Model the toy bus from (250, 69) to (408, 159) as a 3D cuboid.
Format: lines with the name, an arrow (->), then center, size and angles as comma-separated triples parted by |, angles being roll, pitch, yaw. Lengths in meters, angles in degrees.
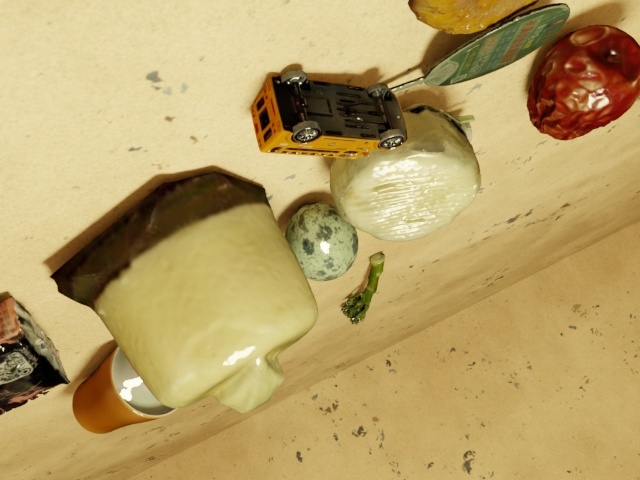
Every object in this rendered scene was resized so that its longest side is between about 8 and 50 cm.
toy bus -> 0.015, -0.150, 0.799 | 0.195, 0.083, 0.088 | -1, 159, -34

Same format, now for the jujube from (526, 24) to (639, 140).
jujube -> 0.417, -0.243, 1.012 | 0.155, 0.155, 0.230 | -26, 167, -1

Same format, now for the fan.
fan -> 0.207, -0.246, 0.882 | 0.294, 0.012, 0.223 | -22, 177, 33

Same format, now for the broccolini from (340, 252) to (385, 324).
broccolini -> 0.112, 0.130, 1.732 | 0.074, 0.078, 0.392 | -11, 150, -11

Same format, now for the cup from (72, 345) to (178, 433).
cup -> -0.408, 0.308, 1.375 | 0.264, 0.182, 0.226 | -32, -168, 36

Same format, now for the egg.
egg -> 0.000, 0.000, 1.118 | 0.132, 0.132, 0.172 | -25, 149, -5

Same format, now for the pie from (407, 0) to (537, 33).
pie -> 0.211, -0.318, 0.671 | 0.273, 0.069, 0.273 | -29, 167, -7

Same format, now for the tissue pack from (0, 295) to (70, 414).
tissue pack -> -0.581, 0.216, 0.953 | 0.333, 0.123, 0.245 | -24, 155, -16

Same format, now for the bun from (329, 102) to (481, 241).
bun -> 0.128, -0.109, 0.980 | 0.239, 0.141, 0.239 | -9, 144, -7

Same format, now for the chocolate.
chocolate -> -0.161, 0.103, 0.943 | 0.314, 0.297, 0.326 | -37, 158, 14

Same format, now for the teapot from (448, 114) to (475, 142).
teapot -> 0.214, -0.179, 1.040 | 0.064, 0.064, 0.083 | -6, 157, -28
